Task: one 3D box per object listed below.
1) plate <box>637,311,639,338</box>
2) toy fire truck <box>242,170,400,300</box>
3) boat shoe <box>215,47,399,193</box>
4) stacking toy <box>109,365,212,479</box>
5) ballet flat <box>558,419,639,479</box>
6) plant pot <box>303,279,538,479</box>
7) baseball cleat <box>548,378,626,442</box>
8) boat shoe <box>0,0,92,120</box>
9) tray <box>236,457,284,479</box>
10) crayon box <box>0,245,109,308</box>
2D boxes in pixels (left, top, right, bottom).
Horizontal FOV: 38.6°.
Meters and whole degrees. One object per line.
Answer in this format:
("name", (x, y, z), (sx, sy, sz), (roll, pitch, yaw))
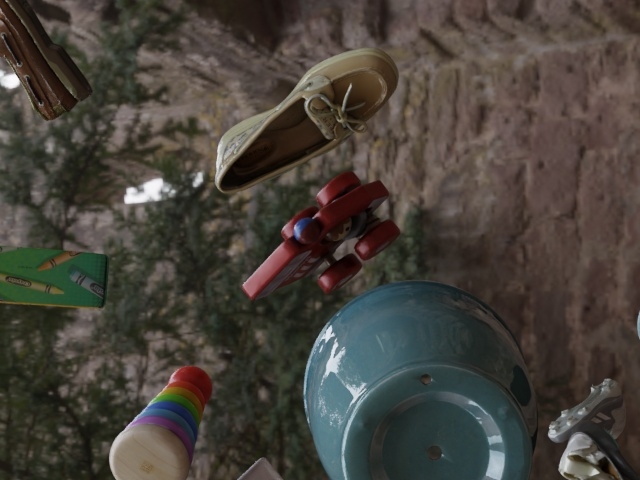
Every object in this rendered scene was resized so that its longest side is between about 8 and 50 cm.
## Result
("plate", (0.561, 0.121, 1.333), (0.024, 0.188, 0.188), (-83, -26, -61))
("toy fire truck", (0.000, 0.000, 1.843), (0.169, 0.302, 0.254), (52, -145, 10))
("boat shoe", (-0.019, -0.148, 1.209), (0.104, 0.285, 0.089), (46, -153, -25))
("stacking toy", (-0.271, 0.334, 1.703), (0.330, 0.141, 0.141), (-63, -38, -70))
("ballet flat", (0.447, 0.371, 1.461), (0.096, 0.280, 0.095), (8, -72, -17))
("plant pot", (0.114, 0.192, 0.979), (0.255, 0.271, 0.272), (-85, -11, -85))
("baseball cleat", (0.527, 0.353, 1.763), (0.206, 0.072, 0.109), (-30, -84, -29))
("boat shoe", (-0.522, -0.345, 1.549), (0.307, 0.104, 0.111), (55, -176, -10))
("tray", (-0.096, 0.564, 1.826), (0.145, 0.030, 0.270), (-40, -67, -12))
("crayon box", (-0.456, 0.052, 1.341), (0.278, 0.165, 0.081), (5, -95, -14))
